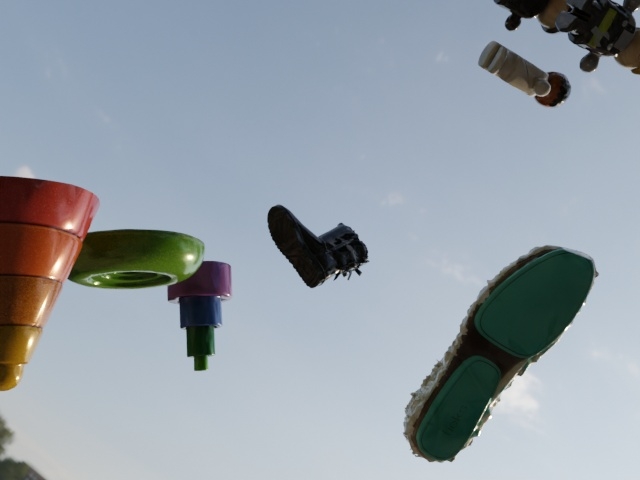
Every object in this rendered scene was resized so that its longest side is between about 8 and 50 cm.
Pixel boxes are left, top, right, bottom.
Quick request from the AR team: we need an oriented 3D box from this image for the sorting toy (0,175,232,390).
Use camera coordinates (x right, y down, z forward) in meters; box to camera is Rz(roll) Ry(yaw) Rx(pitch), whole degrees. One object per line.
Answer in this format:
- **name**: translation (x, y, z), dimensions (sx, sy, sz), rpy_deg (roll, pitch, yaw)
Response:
- **sorting toy**: translation (-0.165, 0.057, 0.569), dimensions (0.126, 0.126, 0.365), rpy_deg (-9, -14, 16)

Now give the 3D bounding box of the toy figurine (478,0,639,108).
- **toy figurine**: translation (0.315, -0.283, 0.897), dimensions (0.148, 0.210, 0.213), rpy_deg (18, -24, -27)

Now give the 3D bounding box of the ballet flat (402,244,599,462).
- **ballet flat**: translation (0.260, 0.163, 1.130), dimensions (0.147, 0.409, 0.147), rpy_deg (37, 7, -5)

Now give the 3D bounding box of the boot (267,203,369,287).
- **boot**: translation (0.000, -0.001, 0.887), dimensions (0.121, 0.099, 0.045), rpy_deg (56, -45, 13)
